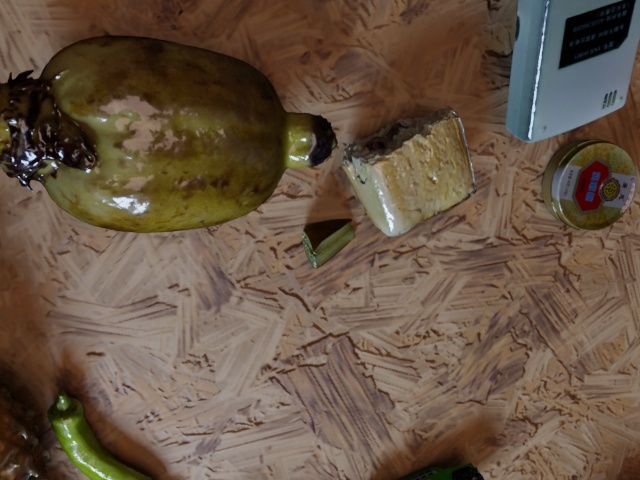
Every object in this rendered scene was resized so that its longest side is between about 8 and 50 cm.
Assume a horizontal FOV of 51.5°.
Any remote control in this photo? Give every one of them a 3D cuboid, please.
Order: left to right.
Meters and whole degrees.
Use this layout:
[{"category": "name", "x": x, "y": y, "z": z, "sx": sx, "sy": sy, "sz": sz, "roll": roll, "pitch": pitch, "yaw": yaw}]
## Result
[{"category": "remote control", "x": 0.253, "y": -0.262, "z": 0.618, "sx": 0.145, "sy": 0.050, "sz": 0.344, "roll": -21, "pitch": 131, "yaw": -19}]

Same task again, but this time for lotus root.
[{"category": "lotus root", "x": -0.134, "y": -0.091, "z": 0.595, "sx": 0.313, "sy": 0.141, "sz": 0.170, "roll": 1, "pitch": 108, "yaw": -24}]

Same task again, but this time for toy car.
[{"category": "toy car", "x": 0.123, "y": 0.324, "z": 0.811, "sx": 0.165, "sy": 0.062, "sz": 0.071, "roll": -20, "pitch": 110, "yaw": -7}]

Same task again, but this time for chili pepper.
[{"category": "chili pepper", "x": -0.229, "y": 0.241, "z": 0.718, "sx": 0.049, "sy": 0.043, "sz": 0.208, "roll": -47, "pitch": 118, "yaw": -25}]

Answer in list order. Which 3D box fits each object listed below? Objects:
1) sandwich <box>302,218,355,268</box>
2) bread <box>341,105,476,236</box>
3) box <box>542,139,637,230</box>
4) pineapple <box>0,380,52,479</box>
[{"category": "sandwich", "x": 0.000, "y": 0.000, "z": 0.706, "sx": 0.044, "sy": 0.083, "sz": 0.031, "roll": 8, "pitch": 115, "yaw": 29}, {"category": "bread", "x": 0.089, "y": -0.072, "z": 0.688, "sx": 0.125, "sy": 0.082, "sz": 0.106, "roll": -28, "pitch": 120, "yaw": -16}, {"category": "box", "x": 0.309, "y": -0.064, "z": 0.764, "sx": 0.105, "sy": 0.037, "sz": 0.106, "roll": -4, "pitch": 106, "yaw": -13}, {"category": "pineapple", "x": -0.317, "y": 0.277, "z": 0.660, "sx": 0.157, "sy": 0.158, "sz": 0.279, "roll": -20, "pitch": 119, "yaw": -8}]
